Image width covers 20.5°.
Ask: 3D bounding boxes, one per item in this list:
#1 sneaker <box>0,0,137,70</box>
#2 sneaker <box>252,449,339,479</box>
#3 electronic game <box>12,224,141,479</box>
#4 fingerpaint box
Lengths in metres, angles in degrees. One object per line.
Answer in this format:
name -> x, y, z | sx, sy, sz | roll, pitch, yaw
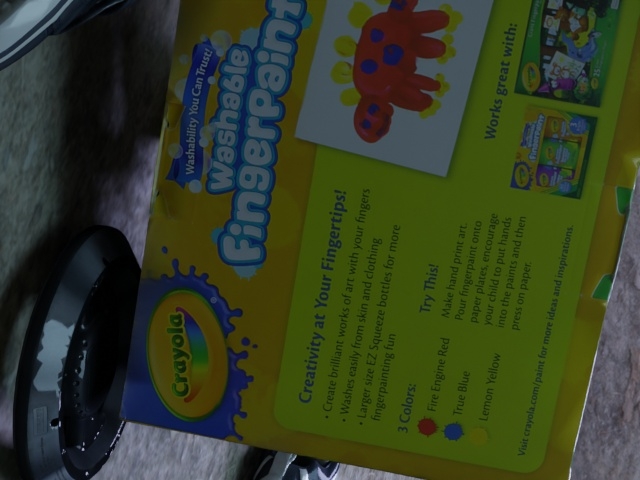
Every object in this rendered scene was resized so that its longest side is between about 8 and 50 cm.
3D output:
sneaker -> -0.175, -0.205, 1.255 | 0.127, 0.126, 0.321 | 69, 35, -44
sneaker -> -0.011, 0.276, 1.936 | 0.235, 0.094, 0.153 | 25, 85, -58
electronic game -> -0.196, 0.100, 1.449 | 0.229, 0.048, 0.229 | 10, 90, -77
fingerpaint box -> 0.058, -0.051, 1.419 | 0.163, 0.371, 0.444 | -71, 170, -73
